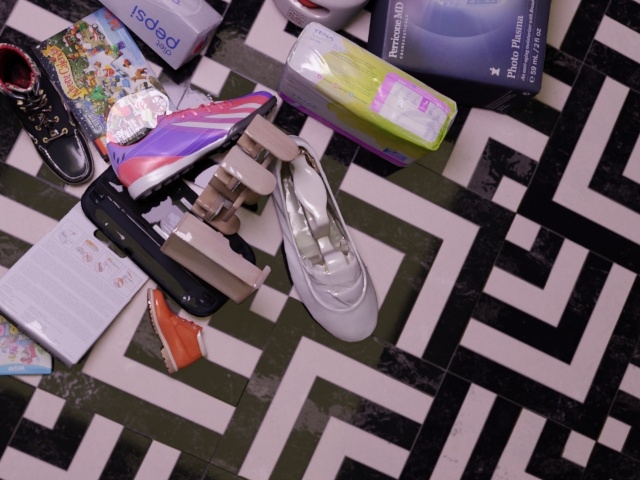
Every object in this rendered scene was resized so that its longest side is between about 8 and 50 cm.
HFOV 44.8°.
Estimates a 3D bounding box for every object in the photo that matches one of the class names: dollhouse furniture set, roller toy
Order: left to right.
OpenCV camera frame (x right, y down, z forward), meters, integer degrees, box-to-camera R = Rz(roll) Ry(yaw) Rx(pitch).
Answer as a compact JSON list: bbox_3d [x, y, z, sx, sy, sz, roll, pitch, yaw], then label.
[{"bbox_3d":[-0.125,-0.044,1.293,0.161,0.212,0.242,36,62,-8],"label":"dollhouse furniture set"},{"bbox_3d":[0.003,-0.481,1.396,0.209,0.146,0.191,-14,84,-18],"label":"roller toy"}]

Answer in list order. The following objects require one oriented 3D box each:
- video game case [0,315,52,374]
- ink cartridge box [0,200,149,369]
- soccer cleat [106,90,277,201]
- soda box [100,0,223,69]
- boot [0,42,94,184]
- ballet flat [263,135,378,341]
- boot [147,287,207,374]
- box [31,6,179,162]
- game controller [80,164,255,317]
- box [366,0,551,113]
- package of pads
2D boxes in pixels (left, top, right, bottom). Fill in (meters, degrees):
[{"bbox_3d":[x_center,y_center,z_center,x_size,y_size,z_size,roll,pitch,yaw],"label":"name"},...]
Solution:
[{"bbox_3d":[-0.530,0.150,1.356,0.119,0.015,0.166,0,88,-9],"label":"video game case"},{"bbox_3d":[-0.430,0.077,1.356,0.189,0.066,0.232,41,57,-7],"label":"ink cartridge box"},{"bbox_3d":[-0.218,-0.194,1.354,0.318,0.108,0.116,-36,94,-18],"label":"soccer cleat"},{"bbox_3d":[-0.317,-0.440,1.356,0.286,0.098,0.091,43,40,-5],"label":"soda box"},{"bbox_3d":[-0.467,-0.207,1.298,0.085,0.178,0.236,-28,91,-9],"label":"boot"},{"bbox_3d":[0.000,0.000,1.383,0.139,0.139,0.400,-21,91,-9],"label":"ballet flat"},{"bbox_3d":[-0.257,0.150,1.379,0.085,0.059,0.157,-21,99,-12],"label":"boot"},{"bbox_3d":[-0.378,-0.279,1.382,0.159,0.044,0.233,-33,92,-9],"label":"box"},{"bbox_3d":[-0.268,-0.015,1.388,0.319,0.067,0.166,45,68,-5],"label":"game controller"},{"bbox_3d":[0.248,-0.412,1.414,0.294,0.183,0.296,7,86,-7],"label":"box"},{"bbox_3d":[0.072,-0.244,1.355,0.297,0.229,0.101,29,84,-6],"label":"package of pads"}]
